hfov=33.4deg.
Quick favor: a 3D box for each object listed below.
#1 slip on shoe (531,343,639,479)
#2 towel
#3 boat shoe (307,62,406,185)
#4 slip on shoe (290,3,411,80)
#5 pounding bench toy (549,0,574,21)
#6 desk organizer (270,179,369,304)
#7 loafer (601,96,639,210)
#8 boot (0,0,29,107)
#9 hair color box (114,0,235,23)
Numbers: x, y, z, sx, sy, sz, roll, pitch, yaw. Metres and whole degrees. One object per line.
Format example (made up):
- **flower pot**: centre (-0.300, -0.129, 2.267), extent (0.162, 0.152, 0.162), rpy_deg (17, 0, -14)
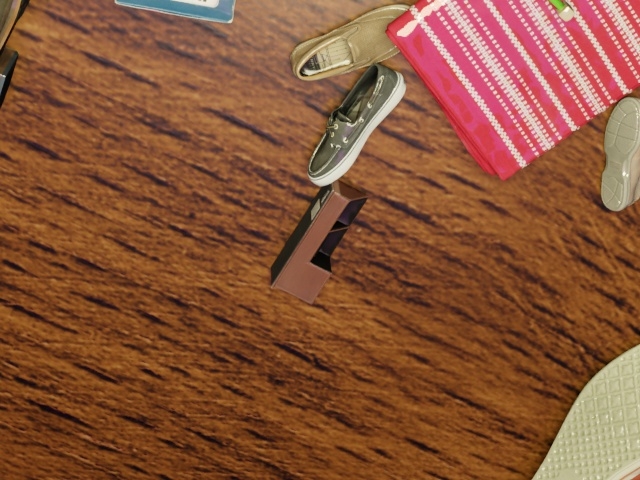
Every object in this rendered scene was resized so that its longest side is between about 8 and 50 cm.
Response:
- **slip on shoe**: centre (0.341, 0.247, 1.237), extent (0.101, 0.123, 0.331), rpy_deg (14, 113, -43)
- **towel**: centre (0.222, -0.205, 1.013), extent (0.275, 0.031, 0.199), rpy_deg (-36, 109, 13)
- **boat shoe**: centre (0.028, -0.119, 1.079), extent (0.040, 0.049, 0.142), rpy_deg (28, 106, -41)
- **slip on shoe**: centre (0.034, -0.192, 1.052), extent (0.135, 0.041, 0.051), rpy_deg (-16, 114, 7)
- **pounding bench toy**: centre (0.206, -0.243, 0.952), extent (0.065, 0.052, 0.083), rpy_deg (13, 111, -6)
- **desk organizer**: centre (0.000, 0.000, 1.139), extent (0.050, 0.047, 0.130), rpy_deg (27, 112, -15)
- **loafer**: centre (0.321, -0.092, 1.109), extent (0.039, 0.045, 0.125), rpy_deg (-15, 123, -30)
- **boot**: centre (-0.332, -0.227, 1.008), extent (0.106, 0.082, 0.219), rpy_deg (18, 115, -12)
- **hair color box**: centre (-0.095, -0.376, 0.891), extent (0.105, 0.174, 0.347), rpy_deg (9, 114, -4)
